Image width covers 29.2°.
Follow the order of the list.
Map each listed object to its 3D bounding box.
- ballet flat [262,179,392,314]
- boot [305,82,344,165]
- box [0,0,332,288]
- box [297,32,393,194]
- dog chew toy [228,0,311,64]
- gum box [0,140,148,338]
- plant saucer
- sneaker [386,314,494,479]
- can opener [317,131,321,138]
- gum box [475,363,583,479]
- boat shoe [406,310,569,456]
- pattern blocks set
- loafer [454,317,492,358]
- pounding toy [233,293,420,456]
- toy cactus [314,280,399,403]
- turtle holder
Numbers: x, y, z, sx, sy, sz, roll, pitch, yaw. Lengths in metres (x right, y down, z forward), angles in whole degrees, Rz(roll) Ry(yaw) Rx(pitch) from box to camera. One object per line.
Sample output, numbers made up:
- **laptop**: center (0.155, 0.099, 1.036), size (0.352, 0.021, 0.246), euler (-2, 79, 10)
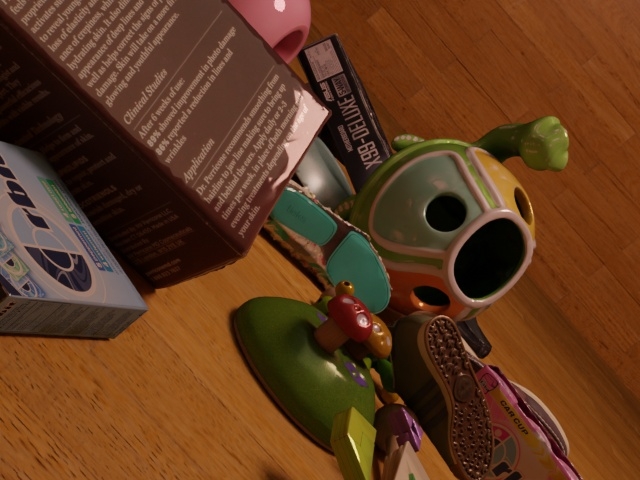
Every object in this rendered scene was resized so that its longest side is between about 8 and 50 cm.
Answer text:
- **ballet flat**: center (0.000, 0.000, 1.539), size (0.241, 0.091, 0.077), euler (48, -11, -28)
- **boot**: center (-0.014, -0.244, 2.244), size (0.161, 0.083, 0.246), euler (31, 20, -42)
- **box**: center (-0.189, -0.157, 1.013), size (0.381, 0.143, 0.191), euler (47, 50, -21)
- **box**: center (0.071, -0.158, 2.026), size (0.242, 0.077, 0.307), euler (46, 20, -73)
- **dog chew toy**: center (-0.172, -0.385, 1.837), size (0.332, 0.206, 0.206), euler (44, 11, 12)
- **gum box**: center (-0.216, -0.005, 0.855), size (0.157, 0.041, 0.184), euler (54, 12, 16)
- **plant saucer**: center (0.004, -0.099, 1.797), size (0.195, 0.037, 0.195), euler (56, 11, -17)
- **sneaker**: center (0.120, 0.162, 1.298), size (0.086, 0.064, 0.192), euler (3, -63, 50)
- **can opener**: center (-0.061, -0.177, 1.918), size (0.093, 0.074, 0.280), euler (17, 2, 16)
- **gum box**: center (0.221, 0.256, 1.474), size (0.188, 0.107, 0.062), euler (54, 13, 19)
- **boat shoe**: center (0.206, 0.211, 1.599), size (0.285, 0.103, 0.092), euler (45, 17, -3)
- **pattern blocks set**: center (0.089, 0.262, 1.024), size (0.285, 0.026, 0.325), euler (57, 17, -21)
- **loafer**: center (0.218, 0.096, 2.025), size (0.223, 0.078, 0.076), euler (57, 14, 29)
- **pounding toy**: center (0.033, 0.124, 1.197), size (0.237, 0.110, 0.183), euler (48, 12, -9)
- **toy cactus**: center (0.052, 0.103, 1.393), size (0.219, 0.112, 0.180), euler (30, 12, -37)
- **turtle holder**: center (0.201, -0.019, 1.694), size (0.227, 0.320, 0.243), euler (32, -40, 60)
